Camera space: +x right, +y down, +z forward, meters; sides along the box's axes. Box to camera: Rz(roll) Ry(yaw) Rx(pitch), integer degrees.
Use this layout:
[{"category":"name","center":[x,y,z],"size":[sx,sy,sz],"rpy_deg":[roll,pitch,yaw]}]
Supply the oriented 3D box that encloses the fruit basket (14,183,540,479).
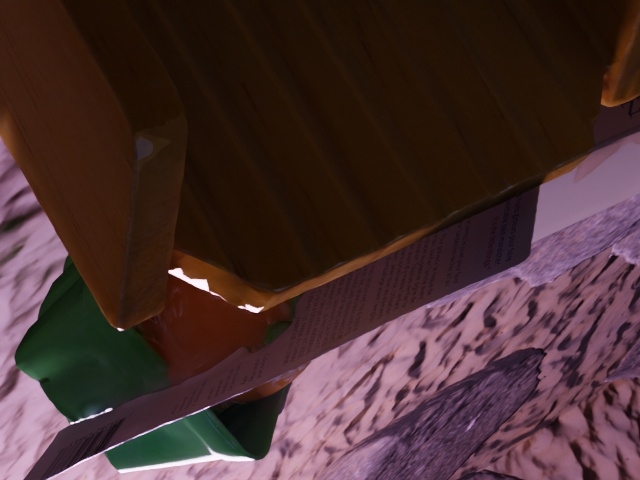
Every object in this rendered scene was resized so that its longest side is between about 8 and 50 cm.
[{"category":"fruit basket","center":[0.000,0.000,1.086],"size":[0.353,0.165,0.327],"rpy_deg":[-22,-154,24]}]

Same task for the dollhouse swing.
[{"category":"dollhouse swing","center":[0.029,-0.197,0.789],"size":[0.347,0.315,0.305],"rpy_deg":[-23,166,-33]}]

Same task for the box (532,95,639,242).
[{"category":"box","center":[0.205,-0.107,1.428],"size":[0.311,0.148,0.121],"rpy_deg":[-24,155,-35]}]
